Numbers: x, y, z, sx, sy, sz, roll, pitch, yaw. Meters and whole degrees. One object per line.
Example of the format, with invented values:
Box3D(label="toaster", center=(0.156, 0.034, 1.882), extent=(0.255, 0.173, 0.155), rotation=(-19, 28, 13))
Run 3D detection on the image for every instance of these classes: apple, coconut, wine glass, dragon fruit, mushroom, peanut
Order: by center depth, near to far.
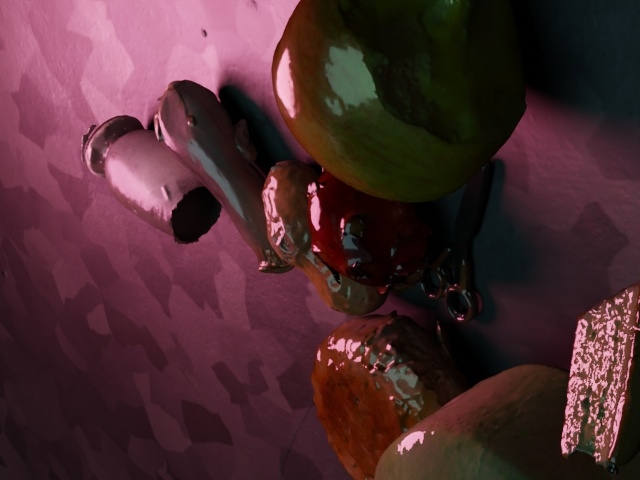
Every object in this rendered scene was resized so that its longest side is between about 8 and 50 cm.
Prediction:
Box3D(label="apple", center=(0.085, -0.157, 1.329), extent=(0.226, 0.246, 0.246), rotation=(49, 144, 3))
Box3D(label="coconut", center=(0.197, 0.287, 1.422), extent=(0.281, 0.328, 0.328), rotation=(44, 142, 20))
Box3D(label="dragon fruit", center=(0.039, -0.053, 1.584), extent=(0.125, 0.125, 0.246), rotation=(131, 123, -68))
Box3D(label="peanut", center=(0.000, 0.000, 1.681), extent=(0.214, 0.099, 0.099), rotation=(50, 144, 6))
Box3D(label="mushroom", center=(-0.113, -0.079, 1.759), extent=(0.278, 0.099, 0.096), rotation=(55, 150, 3))
Box3D(label="wine glass", center=(-0.220, -0.083, 1.869), extent=(0.204, 0.111, 0.111), rotation=(36, 138, 36))

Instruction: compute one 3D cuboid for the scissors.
Box3D(label="scissors", center=(0.156, -0.005, 1.537), extent=(0.088, 0.017, 0.220), rotation=(42, 141, 30))

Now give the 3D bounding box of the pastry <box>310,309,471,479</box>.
Box3D(label="pastry", center=(0.093, 0.201, 1.676), extent=(0.236, 0.121, 0.257), rotation=(56, 147, 14))

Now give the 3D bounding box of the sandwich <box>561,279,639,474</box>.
Box3D(label="sandwich", center=(0.299, 0.091, 1.239), extent=(0.128, 0.235, 0.122), rotation=(57, 157, 2))
